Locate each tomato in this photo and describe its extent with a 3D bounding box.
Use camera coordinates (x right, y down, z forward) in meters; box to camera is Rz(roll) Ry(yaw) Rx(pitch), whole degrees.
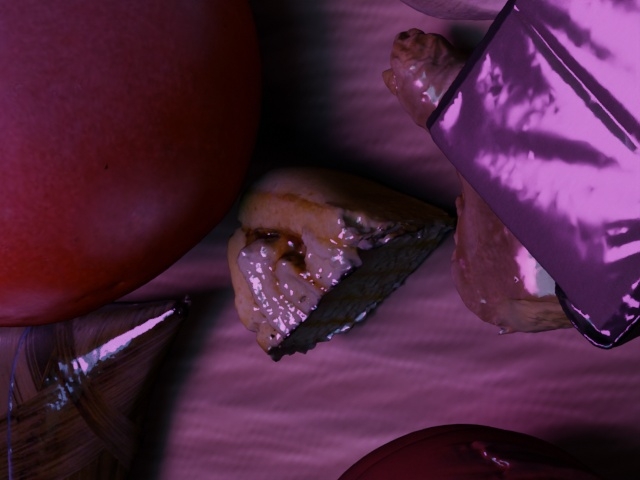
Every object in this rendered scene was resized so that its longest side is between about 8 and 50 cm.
[{"bbox_3d":[-0.210,-0.101,1.171,0.321,0.321,0.321,12,110,35],"label":"tomato"}]

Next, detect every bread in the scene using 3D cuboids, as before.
[{"bbox_3d":[0.003,-0.005,1.179,0.156,0.103,0.110,-42,65,33],"label":"bread"}]

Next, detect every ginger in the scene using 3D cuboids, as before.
[{"bbox_3d":[0.122,-0.045,1.085,0.137,0.074,0.213,-23,83,34],"label":"ginger"}]

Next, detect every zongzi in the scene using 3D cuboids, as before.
[{"bbox_3d":[-0.162,0.153,1.339,0.242,0.112,0.221,-7,97,38],"label":"zongzi"}]

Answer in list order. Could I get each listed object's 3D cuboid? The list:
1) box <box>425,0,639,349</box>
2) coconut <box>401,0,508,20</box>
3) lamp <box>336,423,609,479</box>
[{"bbox_3d":[0.199,-0.082,0.892,0.153,0.252,0.188,48,128,19],"label":"box"},{"bbox_3d":[0.090,-0.228,0.955,0.227,0.227,0.230,41,117,22],"label":"coconut"},{"bbox_3d":[0.107,0.256,1.056,0.303,0.257,0.303,61,168,22],"label":"lamp"}]
